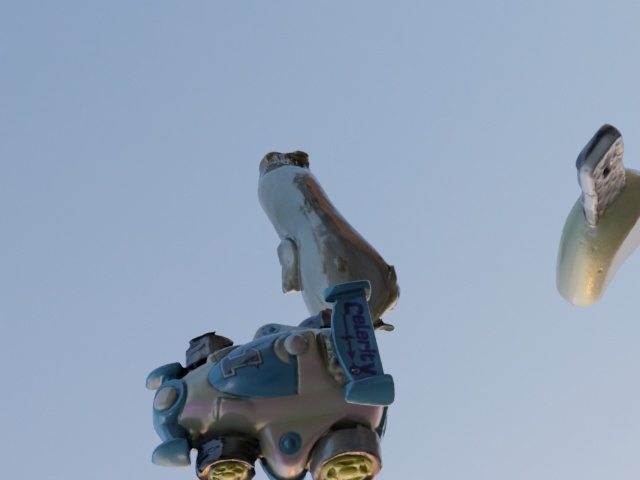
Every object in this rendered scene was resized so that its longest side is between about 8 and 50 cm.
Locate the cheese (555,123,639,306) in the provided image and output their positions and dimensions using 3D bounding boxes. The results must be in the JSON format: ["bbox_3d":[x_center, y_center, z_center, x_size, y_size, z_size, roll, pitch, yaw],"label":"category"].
[{"bbox_3d":[0.226,-0.026,1.004,0.127,0.049,0.235,-49,-25,-9],"label":"cheese"}]

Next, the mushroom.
[{"bbox_3d":[-0.001,0.000,1.290,0.099,0.278,0.096,-43,-42,13],"label":"mushroom"}]

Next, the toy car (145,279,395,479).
[{"bbox_3d":[-0.032,0.089,0.840,0.161,0.126,0.098,-1,-45,-10],"label":"toy car"}]
